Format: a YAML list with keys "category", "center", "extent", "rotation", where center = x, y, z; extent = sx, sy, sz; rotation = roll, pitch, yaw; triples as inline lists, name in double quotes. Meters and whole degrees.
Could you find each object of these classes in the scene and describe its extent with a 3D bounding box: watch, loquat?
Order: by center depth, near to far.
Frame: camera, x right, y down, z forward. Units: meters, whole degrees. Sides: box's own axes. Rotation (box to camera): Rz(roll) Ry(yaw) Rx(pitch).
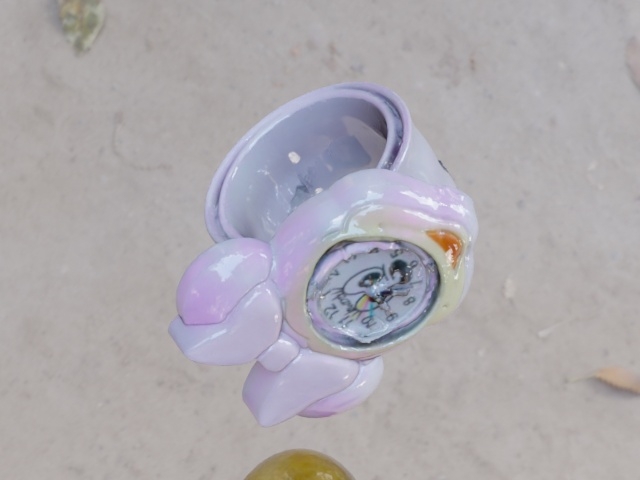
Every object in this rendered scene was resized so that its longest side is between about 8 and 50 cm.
- category: "watch"
  center: [0.000, 0.000, 1.036]
  extent: [0.211, 0.248, 0.217]
  rotation: [51, 10, -38]
- category: "loquat"
  center: [-0.020, 0.260, 1.151]
  extent: [0.141, 0.141, 0.141]
  rotation: [10, 66, -24]
